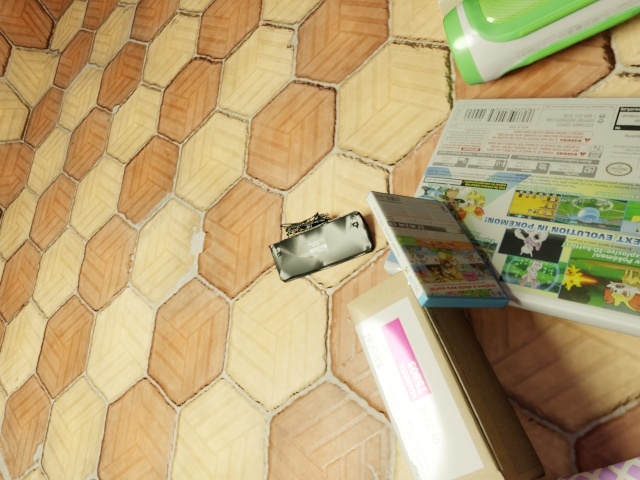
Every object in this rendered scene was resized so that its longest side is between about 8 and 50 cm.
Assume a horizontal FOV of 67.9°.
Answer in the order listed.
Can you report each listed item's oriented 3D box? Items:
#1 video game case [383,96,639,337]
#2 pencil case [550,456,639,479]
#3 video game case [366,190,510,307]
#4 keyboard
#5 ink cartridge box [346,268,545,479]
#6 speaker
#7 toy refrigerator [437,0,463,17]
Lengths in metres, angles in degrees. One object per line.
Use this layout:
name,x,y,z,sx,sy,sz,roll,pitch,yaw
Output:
video game case,0.279,-0.056,0.594,0.329,0.036,0.300,12,67,37
pencil case,0.296,0.268,0.468,0.206,0.088,0.086,-32,61,23
video game case,0.132,0.007,0.550,0.015,0.119,0.166,-62,35,37
keyboard,0.000,0.000,0.818,0.192,0.038,0.100,-20,86,27
ink cartridge box,0.144,0.169,0.544,0.088,0.193,0.235,-33,57,21
speaker,0.326,-0.325,0.643,0.296,0.131,0.131,-20,63,28
toy refrigerator,0.312,-0.420,0.711,0.269,0.094,0.102,-19,56,28
